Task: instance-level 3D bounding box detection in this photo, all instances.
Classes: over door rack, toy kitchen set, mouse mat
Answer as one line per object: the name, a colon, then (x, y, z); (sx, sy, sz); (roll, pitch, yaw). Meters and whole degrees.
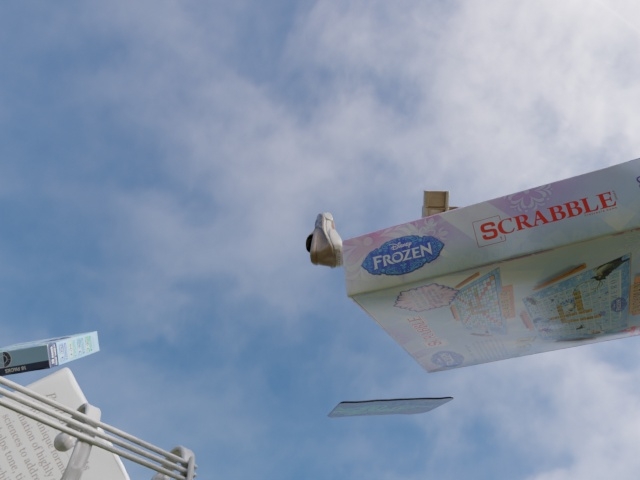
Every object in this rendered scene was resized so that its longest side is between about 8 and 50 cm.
over door rack: (-0.204, 0.248, 0.366); (0.239, 0.324, 0.108); (38, -78, -27)
toy kitchen set: (0.178, -0.024, 0.711); (0.068, 0.075, 0.084); (0, -81, -3)
mouse mat: (0.114, 0.283, 0.893); (0.189, 0.007, 0.153); (1, -27, -8)

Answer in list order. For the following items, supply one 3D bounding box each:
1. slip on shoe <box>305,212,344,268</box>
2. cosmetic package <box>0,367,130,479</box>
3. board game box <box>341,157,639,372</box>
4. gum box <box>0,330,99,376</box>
slip on shoe: (0.000, 0.000, 0.687); (0.041, 0.135, 0.052); (-9, -65, -5)
cosmetic package: (-0.498, 0.452, 0.746); (0.330, 0.393, 0.327); (57, -43, 11)
board game box: (0.227, 0.052, 0.575); (0.317, 0.066, 0.319); (-15, -32, 18)
gum box: (-0.487, 0.193, 0.888); (0.156, 0.184, 0.041); (-9, -93, -1)
